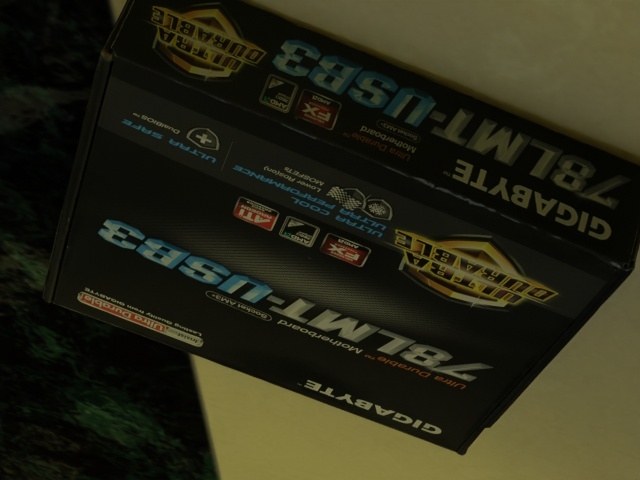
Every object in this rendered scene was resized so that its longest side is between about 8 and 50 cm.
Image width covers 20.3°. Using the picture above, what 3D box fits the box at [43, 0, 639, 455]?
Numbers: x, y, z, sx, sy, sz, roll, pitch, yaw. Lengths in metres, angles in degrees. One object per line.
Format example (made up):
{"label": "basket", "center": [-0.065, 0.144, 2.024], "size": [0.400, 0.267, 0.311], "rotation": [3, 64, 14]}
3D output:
{"label": "box", "center": [0.000, 0.000, 1.034], "size": [0.295, 0.073, 0.293], "rotation": [22, 149, -4]}
